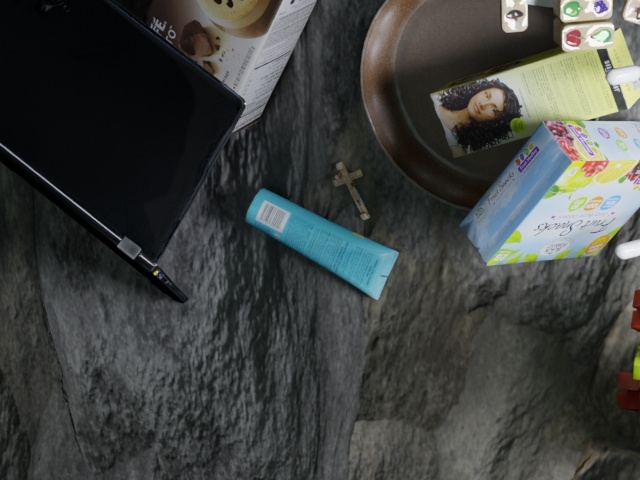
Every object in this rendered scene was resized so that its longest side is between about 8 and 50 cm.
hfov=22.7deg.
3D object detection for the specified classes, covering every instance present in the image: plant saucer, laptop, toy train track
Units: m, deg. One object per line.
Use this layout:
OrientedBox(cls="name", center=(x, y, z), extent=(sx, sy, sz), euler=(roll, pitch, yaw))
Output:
OrientedBox(cls="plant saucer", center=(0.196, -0.185, 1.926), extent=(0.310, 0.050, 0.311), euler=(12, 115, 27))
OrientedBox(cls="laptop", center=(-0.289, -0.148, 2.151), extent=(0.382, 0.408, 0.236), euler=(38, 83, 11))
OrientedBox(cls="toy train track", center=(0.041, -0.064, 2.090), extent=(0.048, 0.014, 0.083), euler=(-22, 99, 35))

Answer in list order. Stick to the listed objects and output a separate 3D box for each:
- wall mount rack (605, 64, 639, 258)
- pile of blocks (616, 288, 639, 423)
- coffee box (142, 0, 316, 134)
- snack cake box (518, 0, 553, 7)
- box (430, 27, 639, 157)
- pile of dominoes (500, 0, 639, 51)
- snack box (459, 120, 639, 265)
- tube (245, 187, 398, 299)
OrientedBox(cls="wall mount rack", center=(0.476, -0.099, 1.732), extent=(0.304, 0.130, 0.350), euler=(1, 111, 21))
OrientedBox(cls="pile of blocks", center=(0.394, 0.175, 1.839), extent=(0.112, 0.149, 0.362), euler=(5, 140, 17))
OrientedBox(cls="coffee box", center=(-0.114, -0.295, 2.016), extent=(0.168, 0.119, 0.297), euler=(37, 125, 12))
OrientedBox(cls="snack cake box", center=(0.160, -0.376, 1.797), extent=(0.264, 0.089, 0.152), euler=(26, 109, 30))
OrientedBox(cls="box", center=(0.247, -0.168, 1.839), extent=(0.232, 0.058, 0.087), euler=(-16, 102, 34))
OrientedBox(cls="pile of dominoes", center=(0.288, -0.328, 1.682), extent=(0.195, 0.040, 0.251), euler=(-5, 112, -6))
OrientedBox(cls="snack box", center=(0.287, -0.055, 1.828), extent=(0.174, 0.207, 0.070), euler=(-53, 55, 34))
OrientedBox(cls="tube", center=(0.000, 0.000, 2.124), extent=(0.207, 0.052, 0.080), euler=(29, 127, 11))
